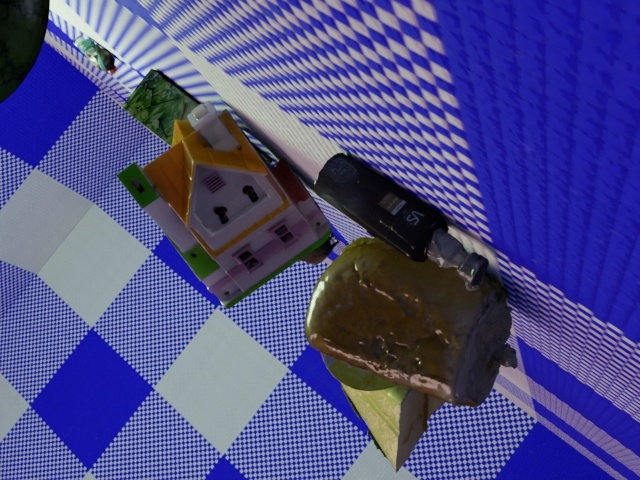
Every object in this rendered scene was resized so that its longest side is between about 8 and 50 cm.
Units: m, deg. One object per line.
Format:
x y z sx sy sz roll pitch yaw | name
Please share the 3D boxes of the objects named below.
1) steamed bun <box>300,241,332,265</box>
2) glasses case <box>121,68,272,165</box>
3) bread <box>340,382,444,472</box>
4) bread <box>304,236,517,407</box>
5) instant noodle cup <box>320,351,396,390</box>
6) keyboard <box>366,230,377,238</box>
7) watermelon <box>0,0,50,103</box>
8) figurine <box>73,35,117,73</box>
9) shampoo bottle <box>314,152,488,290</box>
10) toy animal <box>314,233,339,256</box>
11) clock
-0.057 -0.004 1.998 0.145 0.106 0.175 36 178 32 | steamed bun
-0.224 -0.193 1.327 0.272 0.095 0.062 38 -179 -2 | glasses case
0.138 0.289 1.788 0.405 0.346 0.242 27 127 32 | bread
0.128 0.093 0.891 0.246 0.176 0.195 19 178 29 | bread
0.103 0.165 1.563 0.264 0.264 0.200 39 -175 -19 | instant noodle cup
0.160 0.044 1.184 0.204 0.013 0.061 39 177 -15 | keyboard
-0.450 -0.270 0.727 0.363 0.363 0.363 38 177 3 | watermelon
-0.508 -0.420 1.635 0.106 0.047 0.060 39 168 14 | figurine
0.086 -0.019 0.769 0.208 0.057 0.063 37 176 26 | shampoo bottle
0.000 0.000 1.820 0.047 0.065 0.135 36 175 23 | toy animal
-0.161 -0.078 1.198 0.309 0.235 0.166 54 -177 -40 | clock
